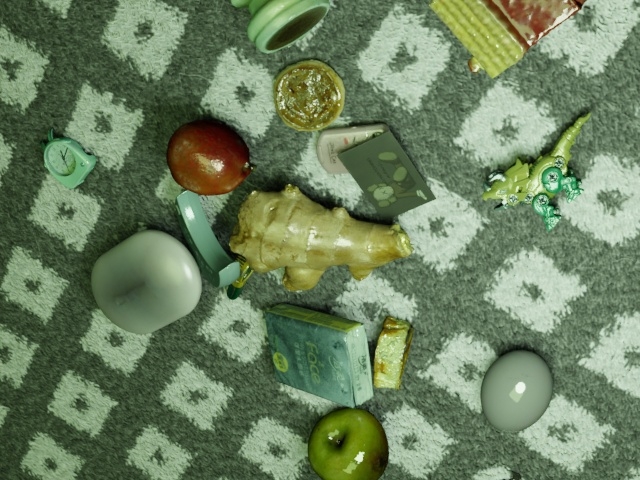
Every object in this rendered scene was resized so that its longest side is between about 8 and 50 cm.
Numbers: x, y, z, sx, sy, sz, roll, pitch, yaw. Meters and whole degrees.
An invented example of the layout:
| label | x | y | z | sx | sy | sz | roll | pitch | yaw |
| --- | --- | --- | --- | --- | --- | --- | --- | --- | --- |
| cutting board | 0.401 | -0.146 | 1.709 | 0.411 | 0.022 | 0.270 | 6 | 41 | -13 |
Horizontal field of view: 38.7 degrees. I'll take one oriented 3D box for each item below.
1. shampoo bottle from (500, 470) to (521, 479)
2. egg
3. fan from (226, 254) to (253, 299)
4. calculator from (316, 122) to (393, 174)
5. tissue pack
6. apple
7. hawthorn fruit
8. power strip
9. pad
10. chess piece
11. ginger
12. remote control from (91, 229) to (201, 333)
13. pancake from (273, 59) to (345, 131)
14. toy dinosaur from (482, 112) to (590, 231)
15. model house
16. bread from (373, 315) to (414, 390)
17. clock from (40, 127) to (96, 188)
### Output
| label | x | y | z | sx | sy | sz | roll | pitch | yaw |
| --- | --- | --- | --- | --- | --- | --- | --- | --- | --- |
| shampoo bottle | 0.421 | 0.590 | 2.125 | 0.048 | 0.027 | 0.137 | 33 | 119 | -1 |
| egg | 0.414 | 0.322 | 1.939 | 0.146 | 0.146 | 0.198 | 25 | 125 | 6 |
| fan | -0.182 | 0.077 | 2.066 | 0.039 | 0.082 | 0.155 | 32 | 130 | 8 |
| calculator | 0.076 | -0.188 | 1.883 | 0.175 | 0.032 | 0.100 | -4 | 112 | 19 |
| tissue pack | -0.003 | 0.250 | 2.027 | 0.257 | 0.081 | 0.185 | 10 | 117 | 44 |
| apple | 0.068 | 0.483 | 2.106 | 0.197 | 0.196 | 0.157 | -11 | 140 | 22 |
| hawthorn fruit | -0.226 | -0.168 | 1.912 | 0.188 | 0.169 | 0.169 | 22 | 119 | 20 |
| power strip | -0.256 | -0.002 | 2.003 | 0.253 | 0.054 | 0.167 | 56 | 157 | 22 |
| pad | 0.137 | -0.130 | 1.878 | 0.127 | 0.004 | 0.190 | -24 | 120 | 26 |
| chess piece | -0.124 | -0.524 | 1.747 | 0.176 | 0.176 | 0.298 | -33 | 87 | 27 |
| ginger | -0.007 | 0.024 | 1.933 | 0.376 | 0.166 | 0.236 | 23 | 103 | 15 |
| remote control | -0.408 | 0.100 | 2.117 | 0.332 | 0.103 | 0.221 | -28 | 96 | 35 |
| pancake | -0.025 | -0.296 | 1.871 | 0.158 | 0.028 | 0.158 | 6 | 113 | 14 |
| toy dinosaur | 0.446 | -0.131 | 1.764 | 0.153 | 0.094 | 0.259 | 43 | 110 | -8 |
| model house | 0.326 | -0.426 | 1.625 | 0.196 | 0.160 | 0.254 | 46 | 120 | -6 |
| bread | 0.158 | 0.250 | 1.999 | 0.069 | 0.128 | 0.140 | 11 | 121 | 9 |
| clock | -0.588 | -0.193 | 2.092 | 0.135 | 0.041 | 0.101 | 44 | 119 | -4 |
